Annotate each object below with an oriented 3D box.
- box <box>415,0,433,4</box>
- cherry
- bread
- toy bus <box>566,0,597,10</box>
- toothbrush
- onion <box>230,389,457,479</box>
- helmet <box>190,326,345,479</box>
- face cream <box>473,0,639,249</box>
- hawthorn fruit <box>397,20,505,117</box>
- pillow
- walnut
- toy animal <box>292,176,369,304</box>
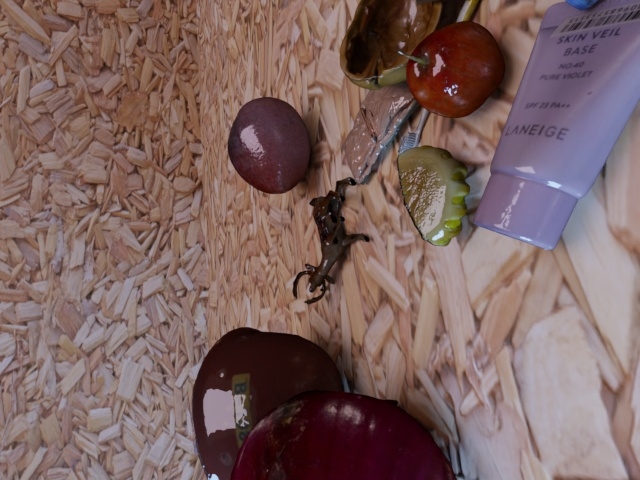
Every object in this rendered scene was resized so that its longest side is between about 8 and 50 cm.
[{"bbox_3d":[0.176,-0.381,0.565,0.084,0.035,0.079,0,70,24],"label":"box"},{"bbox_3d":[-0.118,-0.233,1.034,0.240,0.206,0.239,20,127,28],"label":"cherry"},{"bbox_3d":[0.172,-0.080,0.587,0.094,0.083,0.157,-56,45,43],"label":"bread"},{"bbox_3d":[0.243,-0.357,0.436,0.094,0.079,0.236,-42,53,36],"label":"toy bus"},{"bbox_3d":[0.185,-0.261,0.624,0.021,0.024,0.287,-119,39,-47],"label":"toothbrush"},{"bbox_3d":[0.020,0.388,0.541,0.385,0.349,0.346,3,-93,-76],"label":"onion"},{"bbox_3d":[-0.064,0.357,0.842,0.230,0.338,0.384,-18,65,25],"label":"helmet"},{"bbox_3d":[0.260,-0.129,0.432,0.154,0.096,0.273,34,107,61],"label":"face cream"},{"bbox_3d":[0.177,-0.225,0.544,0.125,0.140,0.125,22,129,29],"label":"hawthorn fruit"},{"bbox_3d":[0.104,-0.221,0.764,0.232,0.043,0.126,123,143,-49],"label":"pillow"},{"bbox_3d":[0.126,-0.329,0.651,0.167,0.087,0.211,16,84,39],"label":"walnut"},{"bbox_3d":[0.018,0.005,0.908,0.260,0.087,0.243,136,141,-56],"label":"toy animal"}]
